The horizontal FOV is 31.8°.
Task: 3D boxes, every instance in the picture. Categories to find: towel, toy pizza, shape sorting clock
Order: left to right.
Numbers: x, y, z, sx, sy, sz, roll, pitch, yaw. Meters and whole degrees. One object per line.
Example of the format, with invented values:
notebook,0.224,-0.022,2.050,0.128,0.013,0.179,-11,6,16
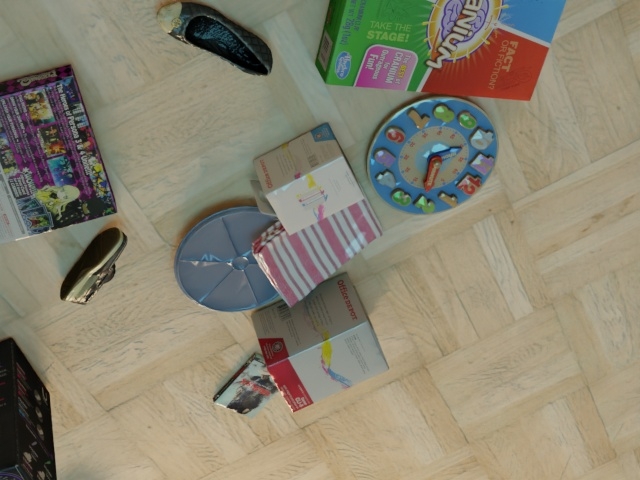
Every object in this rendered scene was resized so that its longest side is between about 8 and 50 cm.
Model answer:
toy pizza,-0.125,0.026,1.718,0.201,0.032,0.201,-9,128,-11
towel,0.000,0.000,1.709,0.197,0.029,0.144,-38,132,-8
shape sorting clock,0.170,-0.124,1.691,0.206,0.040,0.206,-9,128,-11

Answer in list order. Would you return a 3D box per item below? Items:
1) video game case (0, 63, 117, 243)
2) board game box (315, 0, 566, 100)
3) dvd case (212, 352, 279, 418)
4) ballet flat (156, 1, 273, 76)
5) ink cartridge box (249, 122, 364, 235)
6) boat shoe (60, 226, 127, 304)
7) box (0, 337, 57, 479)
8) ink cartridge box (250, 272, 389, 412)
video game case,-0.406,-0.108,1.522,0.210,0.042,0.232,-16,129,-5
board game box,0.173,-0.319,1.528,0.316,0.064,0.242,2,126,-18
dvd case,-0.113,0.248,1.904,0.087,0.013,0.119,30,112,-33
ballet flat,-0.135,-0.267,1.480,0.173,0.049,0.057,19,117,-29
ink cartridge box,-0.026,-0.085,1.627,0.143,0.092,0.090,-26,130,5
boat shoe,-0.327,0.039,1.657,0.049,0.056,0.152,25,125,-37
box,-0.495,0.304,1.661,0.165,0.270,0.143,-21,130,0
ink cartridge box,0.000,0.163,1.800,0.176,0.128,0.127,-24,130,2
